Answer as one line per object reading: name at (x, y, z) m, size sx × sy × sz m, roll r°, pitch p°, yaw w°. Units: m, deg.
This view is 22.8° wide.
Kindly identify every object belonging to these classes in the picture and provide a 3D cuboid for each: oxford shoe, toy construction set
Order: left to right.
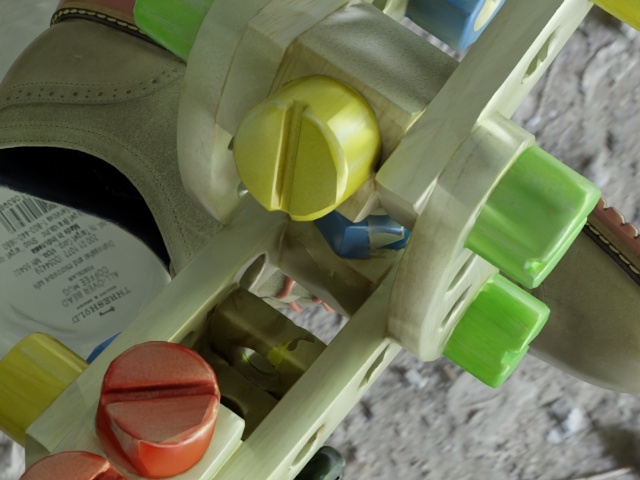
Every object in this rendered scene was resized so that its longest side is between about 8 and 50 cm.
toy construction set at (-0.051, 0.040, 0.385) m, size 0.328 × 0.215 × 0.151 m, roll -32°, pitch 70°, yaw -28°
oxford shoe at (0.000, 0.000, 0.721) m, size 0.348 × 0.123 × 0.130 m, roll 25°, pitch 64°, yaw 20°

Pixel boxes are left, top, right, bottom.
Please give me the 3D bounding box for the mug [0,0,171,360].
mug at (-0.185, -0.044, 1.121) m, size 0.374 × 0.328 × 0.276 m, roll -15°, pitch 111°, yaw 16°
